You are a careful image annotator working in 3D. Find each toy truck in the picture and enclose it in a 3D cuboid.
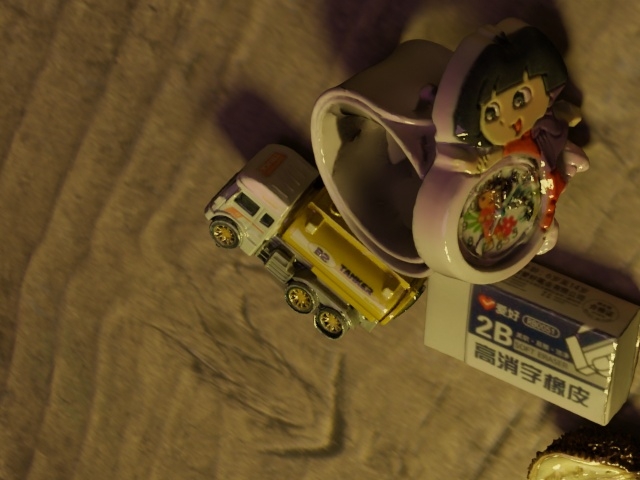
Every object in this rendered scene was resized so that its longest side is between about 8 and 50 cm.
[{"bbox_3d":[0.000,0.000,2.015,0.227,0.098,0.114,40,136,1],"label":"toy truck"}]

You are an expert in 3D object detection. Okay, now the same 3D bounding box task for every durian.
[{"bbox_3d":[0.278,0.219,1.986,0.140,0.071,0.110,-14,143,41],"label":"durian"}]

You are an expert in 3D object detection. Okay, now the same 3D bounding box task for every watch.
[{"bbox_3d":[0.110,-0.097,1.814,0.231,0.196,0.244,29,142,49],"label":"watch"}]

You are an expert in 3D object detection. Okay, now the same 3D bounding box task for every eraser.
[{"bbox_3d":[0.206,0.086,1.940,0.210,0.068,0.124,23,136,24],"label":"eraser"}]
